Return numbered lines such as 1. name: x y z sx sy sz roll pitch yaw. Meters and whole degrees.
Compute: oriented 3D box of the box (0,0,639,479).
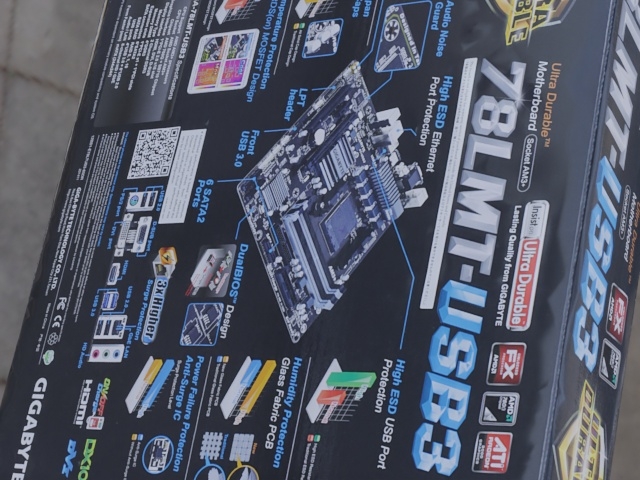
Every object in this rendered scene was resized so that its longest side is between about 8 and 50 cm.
1. box: 0.000 0.000 0.698 0.073 0.293 0.295 36 59 -50
